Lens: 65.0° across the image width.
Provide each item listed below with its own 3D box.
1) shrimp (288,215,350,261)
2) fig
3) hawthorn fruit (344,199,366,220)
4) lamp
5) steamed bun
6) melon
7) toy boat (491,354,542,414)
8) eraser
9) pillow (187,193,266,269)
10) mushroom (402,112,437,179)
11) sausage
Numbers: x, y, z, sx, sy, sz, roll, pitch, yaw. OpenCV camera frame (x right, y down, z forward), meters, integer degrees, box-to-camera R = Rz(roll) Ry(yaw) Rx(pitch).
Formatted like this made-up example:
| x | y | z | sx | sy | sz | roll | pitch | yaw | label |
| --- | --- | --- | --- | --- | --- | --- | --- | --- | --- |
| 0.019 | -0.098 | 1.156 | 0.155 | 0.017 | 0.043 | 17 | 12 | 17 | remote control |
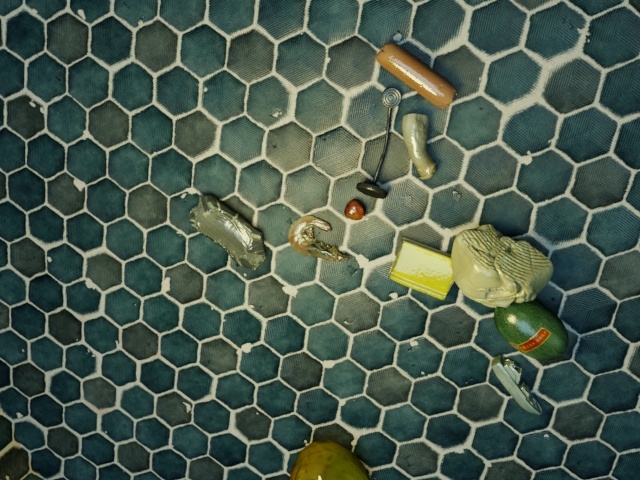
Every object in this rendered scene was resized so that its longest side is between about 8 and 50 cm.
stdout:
| x | y | z | sx | sy | sz | roll | pitch | yaw | label |
| --- | --- | --- | --- | --- | --- | --- | --- | --- | --- |
| -0.001 | 0.000 | 1.831 | 0.250 | 0.052 | 0.144 | 22 | 105 | 5 | shrimp |
| 0.042 | 0.965 | 1.950 | 0.343 | 0.343 | 0.344 | 3 | 105 | 10 | fig |
| 0.122 | -0.106 | 1.771 | 0.077 | 0.077 | 0.077 | 3 | 105 | 10 | hawthorn fruit |
| 0.215 | -0.316 | 1.676 | 0.130 | 0.108 | 0.371 | 19 | 107 | 2 | lamp |
| 0.576 | 0.099 | 1.653 | 0.289 | 0.276 | 0.203 | -7 | 143 | -21 | steamed bun |
| 0.706 | 0.289 | 1.707 | 0.287 | 0.182 | 0.182 | 39 | 108 | 0 | melon |
| 0.723 | 0.529 | 1.822 | 0.085 | 0.078 | 0.261 | -36 | 94 | 32 | toy boat |
| 0.368 | 0.101 | 1.780 | 0.226 | 0.069 | 0.158 | 21 | 105 | 5 | eraser |
| -0.338 | -0.030 | 1.863 | 0.335 | 0.092 | 0.161 | 37 | 113 | -1 | pillow |
| 0.330 | -0.312 | 1.670 | 0.081 | 0.092 | 0.223 | -3 | 105 | 56 | mushroom |
| 0.310 | -0.532 | 1.614 | 0.289 | 0.086 | 0.086 | 36 | 108 | 1 | sausage |
